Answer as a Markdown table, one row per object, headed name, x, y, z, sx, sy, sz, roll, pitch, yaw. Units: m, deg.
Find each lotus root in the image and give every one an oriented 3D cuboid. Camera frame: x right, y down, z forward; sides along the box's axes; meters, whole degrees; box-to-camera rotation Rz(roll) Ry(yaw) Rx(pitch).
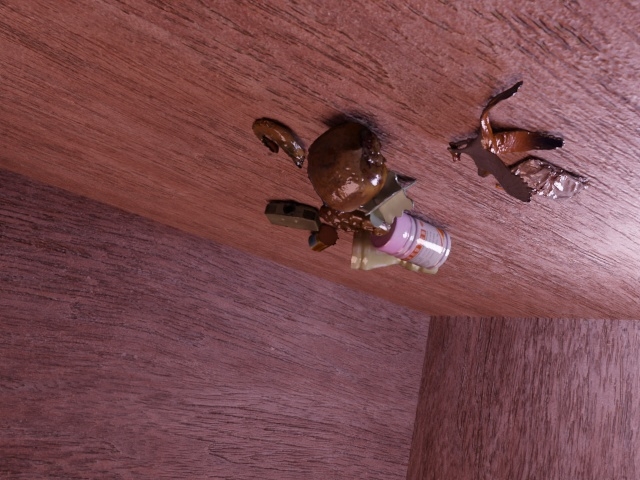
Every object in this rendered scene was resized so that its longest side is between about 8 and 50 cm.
| name | x | y | z | sx | sy | sz | roll | pitch | yaw |
| --- | --- | --- | --- | --- | --- | --- | --- | --- | --- |
| lotus root | 0.108 | -0.237 | 1.287 | 0.272 | 0.272 | 0.192 | 23 | 151 | -31 |

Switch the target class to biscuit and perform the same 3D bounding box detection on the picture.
| name | x | y | z | sx | sy | sz | roll | pitch | yaw |
| --- | --- | --- | --- | --- | --- | --- | --- | --- | --- |
| biscuit | 0.131 | -0.112 | 1.813 | 0.268 | 0.115 | 0.366 | 25 | 171 | -23 |

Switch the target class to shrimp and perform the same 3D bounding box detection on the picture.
| name | x | y | z | sx | sy | sz | roll | pitch | yaw |
| --- | --- | --- | --- | --- | --- | --- | --- | --- | --- |
| shrimp | -0.149 | -0.342 | 1.464 | 0.173 | 0.058 | 0.253 | 13 | 162 | 30 |

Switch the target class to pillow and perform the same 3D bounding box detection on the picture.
| name | x | y | z | sx | sy | sz | roll | pitch | yaw |
| --- | --- | --- | --- | --- | --- | --- | --- | --- | --- |
| pillow | 0.711 | -0.183 | 1.298 | 0.248 | 0.049 | 0.135 | 16 | 156 | -16 |

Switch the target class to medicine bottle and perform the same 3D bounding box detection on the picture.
| name | x | y | z | sx | sy | sz | roll | pitch | yaw |
| --- | --- | --- | --- | --- | --- | --- | --- | --- | --- |
| medicine bottle | 0.408 | -0.004 | 1.871 | 0.315 | 0.202 | 0.202 | 20 | 163 | -22 |

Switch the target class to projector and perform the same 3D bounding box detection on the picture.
| name | x | y | z | sx | sy | sz | roll | pitch | yaw |
| --- | --- | --- | --- | --- | --- | --- | --- | --- | --- |
| projector | -0.141 | -0.129 | 2.095 | 0.269 | 0.088 | 0.193 | 9 | 162 | 11 |

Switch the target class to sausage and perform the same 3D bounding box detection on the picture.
| name | x | y | z | sx | sy | sz | roll | pitch | yaw |
| --- | --- | --- | --- | --- | --- | --- | --- | --- | --- |
| sausage | 0.002 | 0.001 | 2.371 | 0.125 | 0.117 | 0.317 | 32 | 162 | -8 |

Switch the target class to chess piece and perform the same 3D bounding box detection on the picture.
| name | x | y | z | sx | sy | sz | roll | pitch | yaw |
| --- | --- | --- | --- | --- | --- | --- | --- | --- | --- |
| chess piece | 0.383 | 0.065 | 2.132 | 0.442 | 0.234 | 0.234 | 6 | 163 | 8 |

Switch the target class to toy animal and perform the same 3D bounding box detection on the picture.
| name | x | y | z | sx | sy | sz | roll | pitch | yaw |
| --- | --- | --- | --- | --- | --- | --- | --- | --- | --- |
| toy animal | 0.451 | -0.265 | 1.116 | 0.284 | 0.225 | 0.302 | 45 | 161 | -27 |

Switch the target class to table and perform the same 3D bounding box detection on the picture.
| name | x | y | z | sx | sy | sz | roll | pitch | yaw |
| --- | --- | --- | --- | --- | --- | --- | --- | --- | --- |
| table | 0.265 | -0.160 | 1.573 | 0.166 | 0.167 | 0.198 | 18 | 155 | -15 |

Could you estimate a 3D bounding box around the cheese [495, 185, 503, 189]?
| name | x | y | z | sx | sy | sz | roll | pitch | yaw |
| --- | --- | --- | --- | --- | --- | --- | --- | --- | --- |
| cheese | 0.630 | -0.194 | 1.387 | 0.047 | 0.017 | 0.111 | 17 | 164 | -1 |
